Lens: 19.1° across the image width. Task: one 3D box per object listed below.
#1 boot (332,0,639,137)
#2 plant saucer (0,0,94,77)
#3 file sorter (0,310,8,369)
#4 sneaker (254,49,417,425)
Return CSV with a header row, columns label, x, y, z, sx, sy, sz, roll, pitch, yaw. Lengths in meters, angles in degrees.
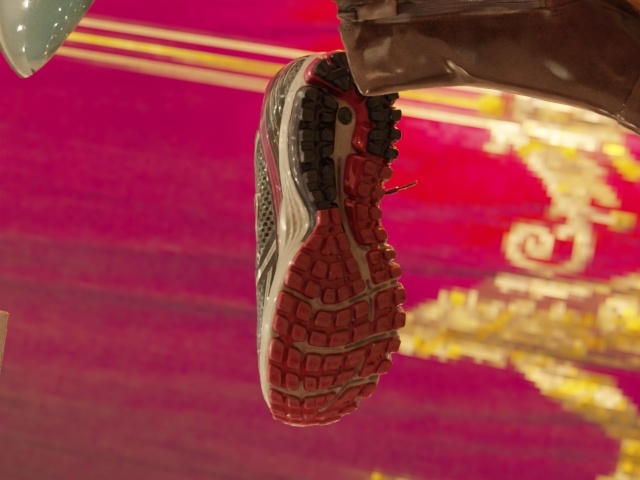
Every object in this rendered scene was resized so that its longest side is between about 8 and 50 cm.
label,x,y,z,sx,sy,sz,roll,pitch,yaw
boot,0.124,-0.109,1.097,0.090,0.206,0.248,-58,-48,-61
plant saucer,-0.134,-0.252,1.208,0.317,0.043,0.318,-52,21,30
file sorter,-0.269,0.174,0.875,0.193,0.173,0.278,127,153,-49
sneaker,0.000,0.000,1.528,0.120,0.112,0.299,7,-92,-29
